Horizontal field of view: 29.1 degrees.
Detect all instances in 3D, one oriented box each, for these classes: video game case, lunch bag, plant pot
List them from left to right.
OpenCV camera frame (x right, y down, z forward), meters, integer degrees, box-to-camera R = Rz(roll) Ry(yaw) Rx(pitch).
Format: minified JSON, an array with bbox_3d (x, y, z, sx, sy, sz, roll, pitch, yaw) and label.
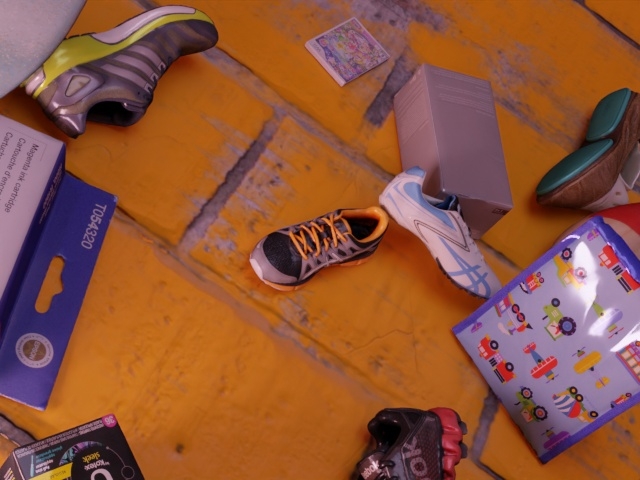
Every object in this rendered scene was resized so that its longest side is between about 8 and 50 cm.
[{"bbox_3d":[-0.413,-0.307,1.432,0.247,0.252,0.247,19,10,-31],"label":"plant pot"},{"bbox_3d":[0.042,-0.290,1.884,0.087,0.011,0.122,49,48,6],"label":"video game case"},{"bbox_3d":[0.345,0.120,1.597,0.138,0.293,0.221,-23,74,-39],"label":"lunch bag"}]

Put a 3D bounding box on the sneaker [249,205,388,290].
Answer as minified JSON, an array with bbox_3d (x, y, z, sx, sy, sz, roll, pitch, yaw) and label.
[{"bbox_3d":[0.000,0.000,1.614,0.214,0.083,0.084,-20,72,-37],"label":"sneaker"}]

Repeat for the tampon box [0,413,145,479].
[{"bbox_3d":[-0.244,0.283,1.260,0.120,0.101,0.161,-17,70,-37],"label":"tampon box"}]

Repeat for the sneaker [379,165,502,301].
[{"bbox_3d":[0.180,-0.004,1.688,0.237,0.086,0.085,45,9,-23],"label":"sneaker"}]

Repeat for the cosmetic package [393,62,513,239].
[{"bbox_3d":[0.192,-0.131,1.808,0.127,0.107,0.238,13,56,-23],"label":"cosmetic package"}]

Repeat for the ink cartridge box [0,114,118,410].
[{"bbox_3d":[-0.409,-0.012,1.386,0.330,0.071,0.324,23,50,-15],"label":"ink cartridge box"}]

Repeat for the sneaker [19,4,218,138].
[{"bbox_3d":[-0.249,-0.215,1.610,0.300,0.111,0.121,-28,87,-35],"label":"sneaker"}]

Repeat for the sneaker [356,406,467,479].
[{"bbox_3d":[0.104,0.313,1.453,0.135,0.098,0.276,18,50,-20],"label":"sneaker"}]

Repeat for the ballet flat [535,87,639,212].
[{"bbox_3d":[0.453,-0.118,1.967,0.124,0.116,0.342,55,42,-13],"label":"ballet flat"}]

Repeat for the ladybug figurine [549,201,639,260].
[{"bbox_3d":[0.538,0.064,1.841,0.449,0.162,0.305,-4,61,-33],"label":"ladybug figurine"}]
